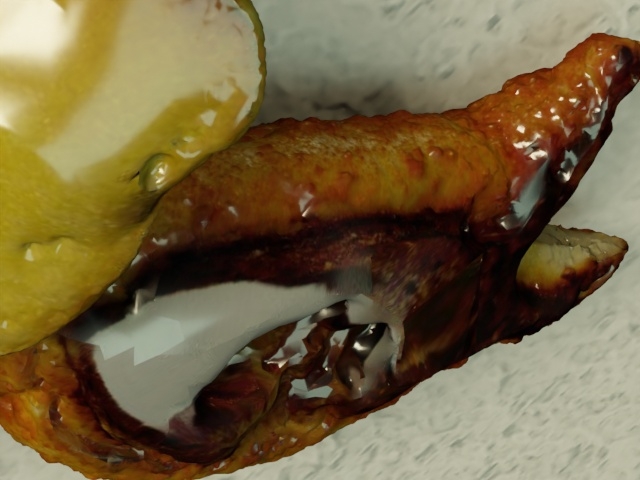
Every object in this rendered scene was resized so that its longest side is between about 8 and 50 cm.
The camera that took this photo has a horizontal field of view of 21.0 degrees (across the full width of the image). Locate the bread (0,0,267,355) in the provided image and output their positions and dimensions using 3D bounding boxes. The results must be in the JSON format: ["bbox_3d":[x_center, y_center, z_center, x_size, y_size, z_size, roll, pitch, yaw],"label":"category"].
[{"bbox_3d":[-0.131,-0.039,0.492,0.233,0.088,0.161,-35,115,27],"label":"bread"}]

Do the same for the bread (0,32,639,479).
[{"bbox_3d":[-0.003,0.007,0.619,0.269,0.095,0.139,-22,138,-26],"label":"bread"}]
